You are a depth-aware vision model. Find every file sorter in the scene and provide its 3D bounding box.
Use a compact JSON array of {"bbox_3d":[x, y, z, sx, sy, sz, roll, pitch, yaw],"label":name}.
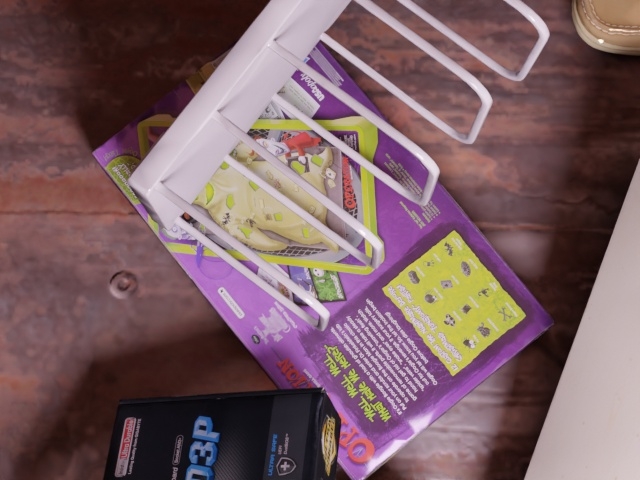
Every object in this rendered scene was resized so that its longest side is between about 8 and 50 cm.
[{"bbox_3d":[0.015,-0.087,1.171,0.173,0.193,0.278,38,84,4],"label":"file sorter"}]

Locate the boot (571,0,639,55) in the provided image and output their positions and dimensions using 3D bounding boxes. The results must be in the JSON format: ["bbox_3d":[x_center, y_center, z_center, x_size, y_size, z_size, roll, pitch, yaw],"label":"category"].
[{"bbox_3d":[0.335,-0.226,1.217,0.262,0.203,0.095,-9,80,-1],"label":"boot"}]

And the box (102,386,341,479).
[{"bbox_3d":[-0.082,0.219,1.165,0.175,0.051,0.220,-5,53,17],"label":"box"}]

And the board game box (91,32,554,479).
[{"bbox_3d":[0.000,0.000,1.274,0.208,0.056,0.347,-37,81,-8],"label":"board game box"}]

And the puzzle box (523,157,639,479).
[{"bbox_3d":[0.311,0.139,1.169,0.272,0.052,0.409,21,91,23],"label":"puzzle box"}]
